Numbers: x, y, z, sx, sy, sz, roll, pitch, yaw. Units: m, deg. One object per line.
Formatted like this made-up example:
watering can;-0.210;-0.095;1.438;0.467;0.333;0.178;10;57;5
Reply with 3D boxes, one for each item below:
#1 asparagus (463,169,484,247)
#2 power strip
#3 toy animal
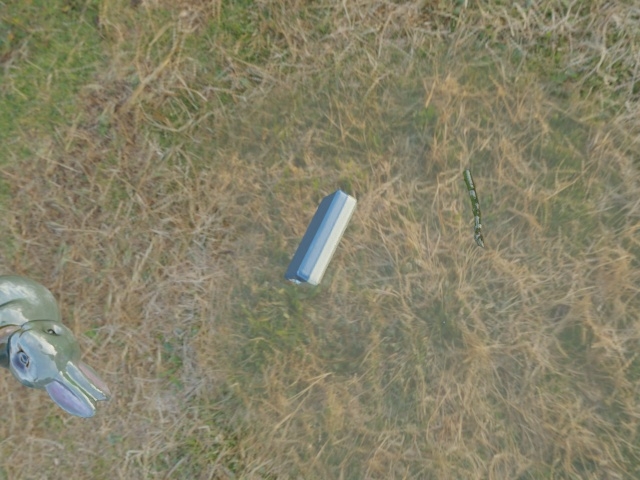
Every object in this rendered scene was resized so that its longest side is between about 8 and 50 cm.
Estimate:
asparagus;0.215;-0.044;0.830;0.016;0.016;0.162;-39;30;36
power strip;0.000;0.000;0.722;0.032;0.056;0.123;31;72;-14
toy animal;-0.380;0.138;0.799;0.251;0.125;0.127;25;82;25
